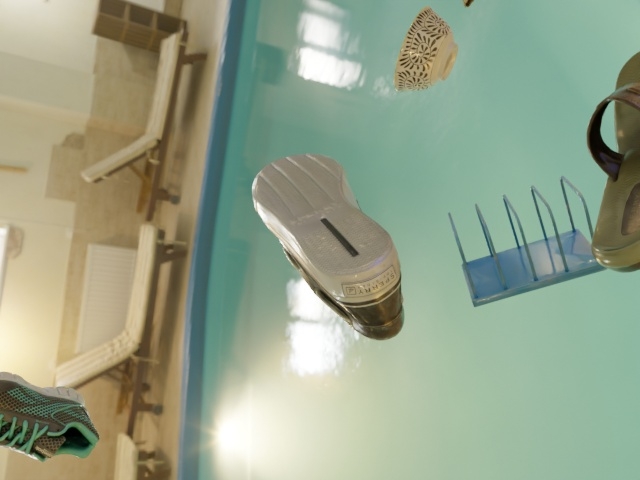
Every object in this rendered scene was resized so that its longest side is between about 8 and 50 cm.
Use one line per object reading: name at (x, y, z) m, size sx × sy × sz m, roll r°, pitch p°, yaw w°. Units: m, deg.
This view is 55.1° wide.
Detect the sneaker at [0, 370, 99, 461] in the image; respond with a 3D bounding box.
sneaker at (-0.272, 0.170, 0.571) m, size 0.076 × 0.166 × 0.065 m, roll 34°, pitch 92°, yaw 32°

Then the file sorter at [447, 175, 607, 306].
file sorter at (0.266, -0.004, 0.820) m, size 0.118 × 0.170 × 0.104 m, roll -76°, pitch -35°, yaw -68°

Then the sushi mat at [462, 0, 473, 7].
sushi mat at (0.226, -0.572, 1.046) m, size 0.151 × 0.019 × 0.316 m, roll 128°, pitch 126°, yaw -67°

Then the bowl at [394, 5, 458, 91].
bowl at (0.216, -0.358, 1.193) m, size 0.080 × 0.170 × 0.170 m, roll 26°, pitch 111°, yaw 17°

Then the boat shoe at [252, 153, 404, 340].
boat shoe at (0.000, 0.000, 0.727) m, size 0.335 × 0.121 × 0.119 m, roll -118°, pitch 12°, yaw -57°

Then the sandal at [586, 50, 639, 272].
sandal at (0.327, -0.107, 0.629) m, size 0.120 × 0.086 × 0.302 m, roll -43°, pitch 18°, yaw 56°
